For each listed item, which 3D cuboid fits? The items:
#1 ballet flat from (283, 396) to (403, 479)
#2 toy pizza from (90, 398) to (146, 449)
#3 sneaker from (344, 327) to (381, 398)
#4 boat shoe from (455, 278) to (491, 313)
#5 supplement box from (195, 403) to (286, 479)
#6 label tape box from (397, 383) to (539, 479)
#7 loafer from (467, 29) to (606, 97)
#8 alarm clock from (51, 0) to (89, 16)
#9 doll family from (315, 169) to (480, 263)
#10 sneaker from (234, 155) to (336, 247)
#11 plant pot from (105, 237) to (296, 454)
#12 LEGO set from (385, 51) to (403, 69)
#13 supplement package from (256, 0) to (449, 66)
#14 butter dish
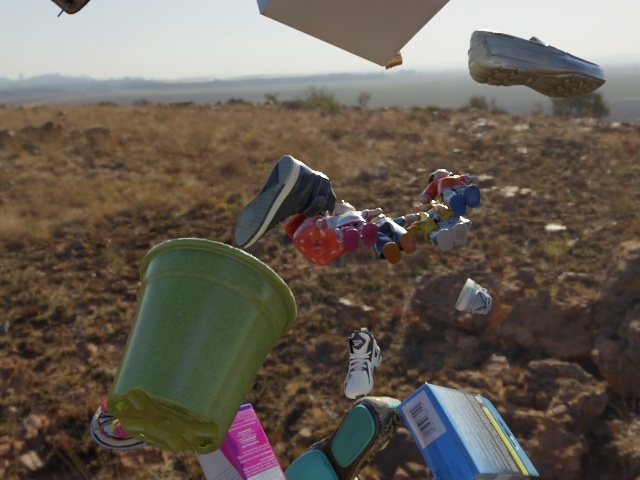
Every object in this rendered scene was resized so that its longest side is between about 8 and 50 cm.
[{"bbox_3d":[0.071,0.583,1.779,0.182,0.483,0.164,5,43,-44],"label":"ballet flat"},{"bbox_3d":[-0.408,0.377,1.462,0.201,0.032,0.201,-7,29,4],"label":"toy pizza"},{"bbox_3d":[0.116,0.358,2.016,0.094,0.153,0.235,-3,26,30],"label":"sneaker"},{"bbox_3d":[0.390,0.144,1.653,0.081,0.079,0.227,24,6,15],"label":"boat shoe"},{"bbox_3d":[-0.172,0.479,1.412,0.111,0.220,0.114,-41,-24,31],"label":"supplement box"},{"bbox_3d":[0.375,0.506,1.662,0.347,0.115,0.249,25,28,-47],"label":"label tape box"},{"bbox_3d":[0.456,-0.375,1.386,0.319,0.112,0.112,6,-18,-20],"label":"loafer"},{"bbox_3d":[-0.496,-0.512,1.352,0.129,0.064,0.192,-24,40,33],"label":"alarm clock"},{"bbox_3d":[0.131,-0.022,1.044,0.262,0.118,0.163,-18,20,-2],"label":"doll family"},{"bbox_3d":[-0.067,-0.057,1.400,0.163,0.226,0.086,19,28,-44],"label":"sneaker"},{"bbox_3d":[-0.202,0.182,1.045,0.276,0.276,0.254,2,48,18],"label":"plant pot"},{"bbox_3d":[0.067,-0.455,1.329,0.132,0.287,0.107,-46,2,-27],"label":"LEGO set"},{"bbox_3d":[0.052,-0.418,1.009,0.261,0.145,0.204,11,-37,-39],"label":"supplement package"},{"bbox_3d":[0.000,0.000,1.692,0.160,0.160,0.118,-37,18,28],"label":"butter dish"}]
